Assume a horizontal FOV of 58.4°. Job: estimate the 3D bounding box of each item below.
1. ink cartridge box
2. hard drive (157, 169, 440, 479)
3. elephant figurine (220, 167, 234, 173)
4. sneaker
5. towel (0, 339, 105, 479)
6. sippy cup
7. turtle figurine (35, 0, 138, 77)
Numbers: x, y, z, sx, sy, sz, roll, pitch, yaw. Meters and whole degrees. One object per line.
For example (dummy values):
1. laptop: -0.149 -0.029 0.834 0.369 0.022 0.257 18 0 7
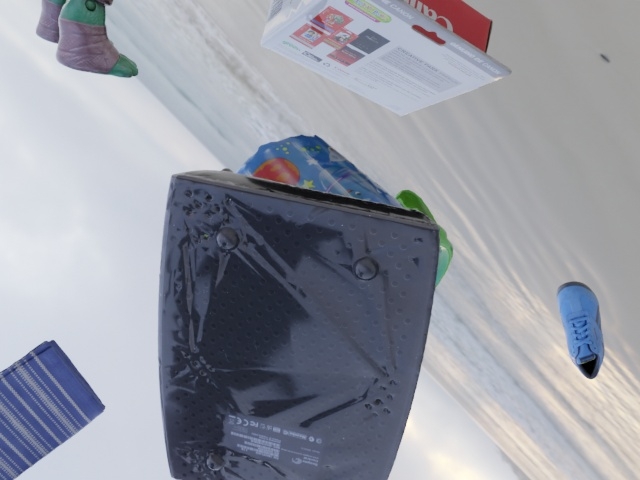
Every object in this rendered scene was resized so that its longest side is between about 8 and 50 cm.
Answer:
1. ink cartridge box: 0.110 -0.339 0.902 0.309 0.130 0.272 18 168 -30
2. hard drive: -0.022 0.080 0.389 0.172 0.255 0.054 12 -151 7
3. elephant figurine: -0.131 -0.044 0.965 0.239 0.169 0.186 94 164 -51
4. sneaker: 0.481 0.168 1.045 0.082 0.069 0.209 -71 -38 -50
5. towel: -0.665 0.391 1.228 0.040 0.336 0.243 27 146 50
6. sippy cup: 0.000 0.000 0.691 0.224 0.240 0.305 54 -167 27
7. turtle figurine: -0.145 -0.239 0.377 0.118 0.234 0.175 8 -153 -21
